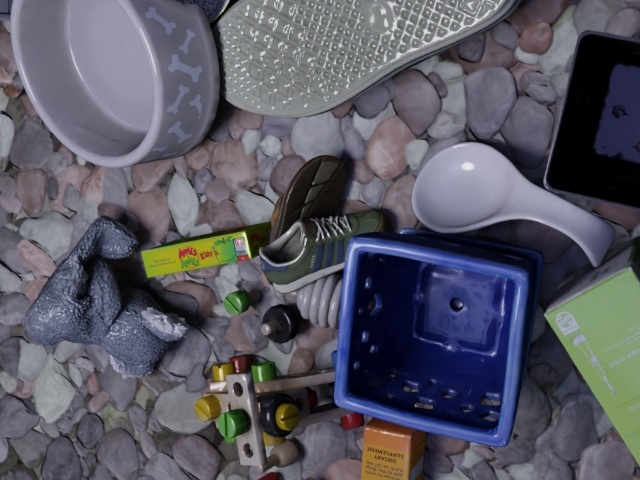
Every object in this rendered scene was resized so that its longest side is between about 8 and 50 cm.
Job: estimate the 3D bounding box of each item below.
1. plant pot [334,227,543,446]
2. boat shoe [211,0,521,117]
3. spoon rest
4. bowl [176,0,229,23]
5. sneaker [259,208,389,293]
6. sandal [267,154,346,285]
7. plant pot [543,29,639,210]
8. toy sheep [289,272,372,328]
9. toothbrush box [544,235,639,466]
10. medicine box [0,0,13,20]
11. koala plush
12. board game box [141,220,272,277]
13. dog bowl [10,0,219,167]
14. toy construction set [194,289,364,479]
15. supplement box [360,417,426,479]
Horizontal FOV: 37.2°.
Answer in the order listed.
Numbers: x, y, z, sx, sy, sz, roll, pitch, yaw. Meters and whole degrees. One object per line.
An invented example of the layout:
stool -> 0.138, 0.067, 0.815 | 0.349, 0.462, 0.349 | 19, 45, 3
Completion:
plant pot -> 0.167, 0.106, 1.254 | 0.235, 0.212, 0.236 | 11, 105, 21
boat shoe -> 0.058, -0.288, 1.256 | 0.500, 0.156, 0.187 | -15, 100, 36
spoon rest -> 0.238, -0.049, 1.228 | 0.276, 0.084, 0.137 | 22, 78, 34
bowl -> -0.180, -0.385, 1.366 | 0.170, 0.080, 0.170 | 5, 103, 22
sneaker -> 0.000, 0.000, 1.338 | 0.192, 0.086, 0.064 | -30, 45, 6
sandal -> -0.033, -0.033, 1.390 | 0.060, 0.089, 0.219 | 53, 133, 45
plant pot -> 0.392, -0.142, 1.137 | 0.188, 0.167, 0.188 | 15, 107, 19
toy sheep -> 0.011, 0.084, 1.384 | 0.132, 0.091, 0.091 | 12, 105, 17
toothbrush box -> 0.412, 0.157, 1.169 | 0.122, 0.206, 0.283 | -32, 87, 24
medicine box -> -0.574, -0.463, 1.394 | 0.149, 0.289, 0.264 | 10, 104, 18
koala plush -> -0.325, 0.119, 1.483 | 0.221, 0.203, 0.196 | 38, 129, -14
board game box -> -0.167, 0.014, 1.436 | 0.181, 0.092, 0.043 | -11, 96, 24
dog bowl -> -0.309, -0.263, 1.375 | 0.348, 0.102, 0.349 | 20, 126, 30
toy construction set -> -0.098, 0.269, 1.364 | 0.257, 0.237, 0.309 | 21, 111, 29
supplement box -> 0.105, 0.377, 1.409 | 0.078, 0.080, 0.234 | 7, 105, 23
